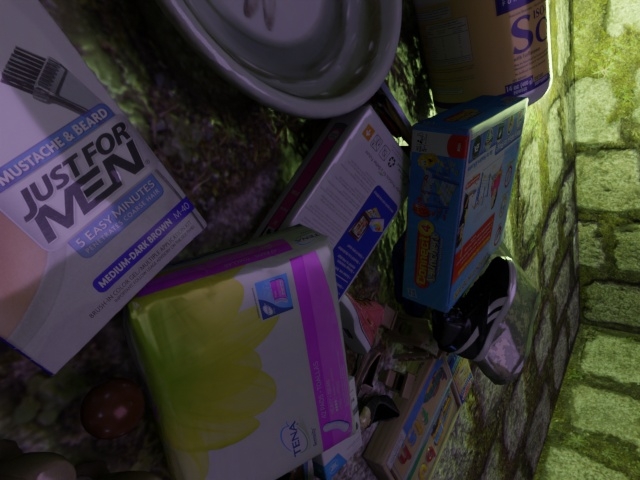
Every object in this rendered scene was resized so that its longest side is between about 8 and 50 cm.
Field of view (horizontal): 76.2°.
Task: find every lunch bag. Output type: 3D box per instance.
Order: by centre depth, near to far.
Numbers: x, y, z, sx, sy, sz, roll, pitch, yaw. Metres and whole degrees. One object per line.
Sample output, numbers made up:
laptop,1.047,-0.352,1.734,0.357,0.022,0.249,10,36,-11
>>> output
lunch bag,0.376,0.158,0.963,0.235,0.169,0.287,48,49,-14

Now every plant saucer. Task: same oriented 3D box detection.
plant saucer,-0.057,-0.341,0.488,0.401,0.101,0.399,-1,91,-42

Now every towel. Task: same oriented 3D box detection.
towel,0.246,-0.010,0.886,0.308,0.076,0.227,-50,139,-30

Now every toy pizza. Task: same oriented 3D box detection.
toy pizza,0.103,-0.229,0.681,0.201,0.032,0.201,50,17,-22

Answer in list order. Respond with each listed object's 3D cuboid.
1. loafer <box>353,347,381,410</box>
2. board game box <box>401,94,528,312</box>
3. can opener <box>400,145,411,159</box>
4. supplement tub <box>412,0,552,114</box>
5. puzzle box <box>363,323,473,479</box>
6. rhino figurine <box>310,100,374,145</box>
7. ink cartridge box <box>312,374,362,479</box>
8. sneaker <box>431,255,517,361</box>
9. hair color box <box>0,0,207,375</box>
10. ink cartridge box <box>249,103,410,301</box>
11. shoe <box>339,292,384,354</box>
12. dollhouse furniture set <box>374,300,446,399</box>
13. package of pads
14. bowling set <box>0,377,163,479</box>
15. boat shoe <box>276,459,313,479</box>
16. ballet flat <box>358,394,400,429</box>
loafer,0.088,0.272,0.796,0.045,0.039,0.125,22,78,-49
board game box,0.260,-0.080,0.729,0.308,0.086,0.301,-32,129,-44
can opener,0.213,-0.158,0.854,0.280,0.093,0.074,-16,108,-52
supplement tub,0.322,-0.437,0.821,0.241,0.241,0.331,-46,127,-35
puzzle box,0.262,0.423,1.006,0.409,0.052,0.272,-50,129,-33
rhino figurine,0.068,-0.138,0.692,0.106,0.073,0.243,-47,132,-5
ink cartridge box,0.010,0.295,0.695,0.104,0.060,0.180,-24,112,-44
sneaker,0.288,0.123,0.788,0.121,0.079,0.216,16,95,-10
hair color box,-0.263,-0.079,0.303,0.185,0.110,0.338,-52,128,-30
ink cartridge box,0.000,0.000,0.604,0.176,0.069,0.370,38,82,-44
shoe,0.063,0.126,0.736,0.081,0.064,0.177,-55,137,-31
dollhouse furniture set,0.172,0.237,0.841,0.182,0.101,0.160,37,67,-45
package of pads,-0.086,0.152,0.484,0.229,0.101,0.296,-18,111,-24
bowling set,-0.236,0.235,0.373,0.287,0.154,0.199,51,39,-38
boat shoe,-0.053,0.317,0.622,0.066,0.066,0.183,-26,114,-43
ballet flat,0.115,0.338,0.804,0.173,0.049,0.057,19,99,-60
